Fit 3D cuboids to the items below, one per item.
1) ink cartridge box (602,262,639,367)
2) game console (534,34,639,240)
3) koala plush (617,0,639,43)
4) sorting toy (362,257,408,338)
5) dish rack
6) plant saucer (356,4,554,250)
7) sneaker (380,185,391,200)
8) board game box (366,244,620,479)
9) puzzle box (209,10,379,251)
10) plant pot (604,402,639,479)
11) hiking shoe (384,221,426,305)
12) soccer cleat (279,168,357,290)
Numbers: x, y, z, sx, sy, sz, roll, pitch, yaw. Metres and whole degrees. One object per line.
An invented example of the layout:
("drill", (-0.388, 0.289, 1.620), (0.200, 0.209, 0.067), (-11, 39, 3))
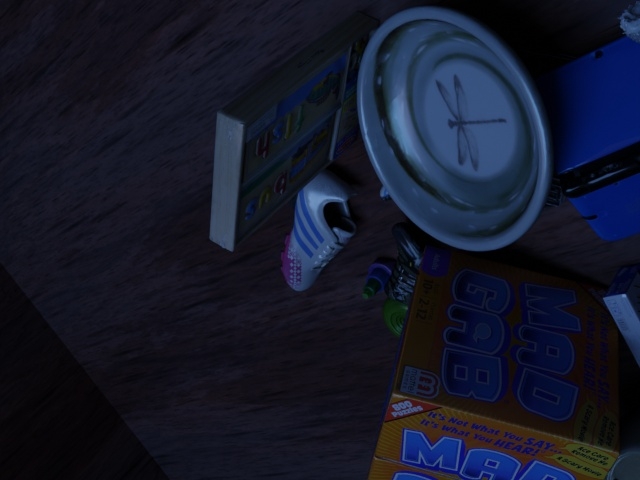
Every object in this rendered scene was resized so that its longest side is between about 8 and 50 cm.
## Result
("ink cartridge box", (0.565, 0.151, 1.511), (0.046, 0.097, 0.207), (-17, 110, 46))
("game console", (0.500, -0.165, 1.303), (0.293, 0.173, 0.250), (-23, 138, 29))
("koala plush", (0.496, -0.270, 1.089), (0.196, 0.221, 0.203), (48, 174, -12))
("sorting toy", (0.173, 0.217, 1.867), (0.127, 0.126, 0.365), (-5, 120, 42))
("dish rack", (0.330, -0.183, 1.455), (0.208, 0.074, 0.271), (19, 135, 29))
("plant saucer", (0.224, -0.183, 1.388), (0.400, 0.101, 0.400), (35, 140, 37))
("sneaker", (0.176, -0.151, 1.607), (0.086, 0.085, 0.237), (61, 143, 17))
("board game box", (0.300, 0.288, 1.570), (0.357, 0.356, 0.356), (14, 133, 6))
("puzzle box", (-0.041, -0.190, 1.496), (0.052, 0.409, 0.272), (29, 138, 18))
("plant pot", (0.604, 0.414, 1.528), (0.284, 0.191, 0.284), (-1, 89, 46))
("hiking shoe", (0.174, 0.072, 1.750), (0.114, 0.086, 0.226), (-20, 112, 13))
("soccer cleat", (0.000, 0.000, 1.839), (0.143, 0.116, 0.331), (26, 135, 21))
